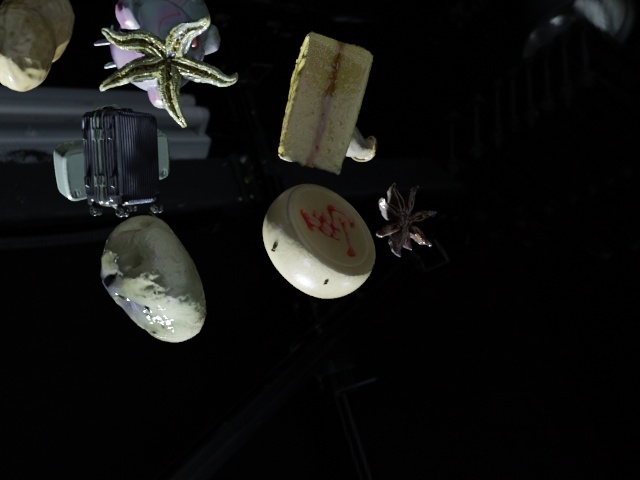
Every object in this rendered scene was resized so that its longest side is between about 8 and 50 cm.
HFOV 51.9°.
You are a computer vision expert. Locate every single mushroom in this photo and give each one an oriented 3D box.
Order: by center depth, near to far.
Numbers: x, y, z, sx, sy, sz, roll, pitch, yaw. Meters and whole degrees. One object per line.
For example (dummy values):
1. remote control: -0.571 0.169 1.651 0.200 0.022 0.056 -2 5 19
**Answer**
1. mushroom: 0.083 -0.294 1.917 0.212 0.088 0.097 20 -83 -45

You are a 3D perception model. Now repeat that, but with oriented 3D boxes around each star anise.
1. star anise: 0.147 -0.038 1.179 0.141 0.042 0.141 4 -97 -35

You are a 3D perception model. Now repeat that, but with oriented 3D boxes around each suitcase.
1. suitcase: -0.233 -0.094 0.779 0.086 0.059 0.126 -16 -73 -65

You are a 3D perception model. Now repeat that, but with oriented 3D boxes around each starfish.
1. starfish: -0.233 -0.257 1.015 0.208 0.176 0.053 -4 -152 -2

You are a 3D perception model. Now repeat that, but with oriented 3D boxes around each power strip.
1. power strip: -0.473 -0.210 1.504 0.265 0.194 0.059 -20 -142 -37

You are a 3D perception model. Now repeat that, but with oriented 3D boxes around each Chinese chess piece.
1. Chinese chess piece: 0.000 0.000 1.451 0.273 0.102 0.273 27 -139 -26

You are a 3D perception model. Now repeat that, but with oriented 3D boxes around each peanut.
1. peanut: -0.556 -0.394 1.256 0.149 0.149 0.313 26 -152 -26

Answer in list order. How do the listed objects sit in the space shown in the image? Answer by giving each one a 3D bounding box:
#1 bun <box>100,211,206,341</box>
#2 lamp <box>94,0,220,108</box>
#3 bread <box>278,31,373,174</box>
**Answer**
1. bun: -0.342 0.083 1.328 0.168 0.273 0.273 -31 -91 -24
2. lamp: -0.376 -0.465 1.500 0.301 0.247 0.247 -75 -22 -51
3. bread: 0.014 -0.306 1.473 0.167 0.163 0.264 14 -124 -10
